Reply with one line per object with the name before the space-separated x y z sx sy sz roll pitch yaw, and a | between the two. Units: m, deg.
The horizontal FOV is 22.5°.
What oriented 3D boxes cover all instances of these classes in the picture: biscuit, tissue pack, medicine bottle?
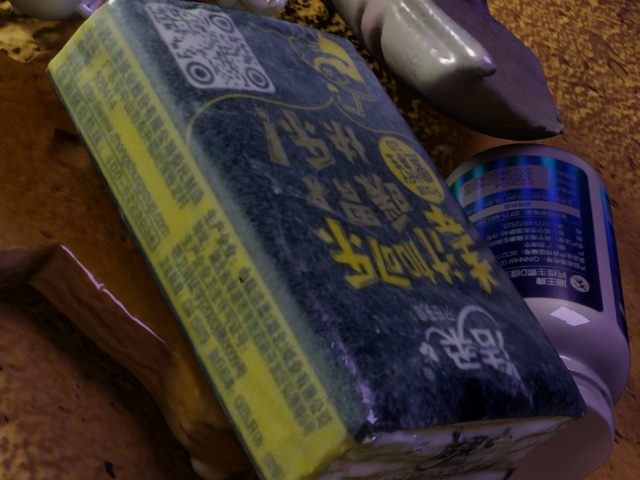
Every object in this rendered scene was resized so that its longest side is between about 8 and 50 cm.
biscuit | -0.128 -0.022 0.771 0.301 0.049 0.197 40 27 -12
tissue pack | 0.000 0.000 0.778 0.185 0.081 0.257 3 50 -50
medicine bottle | 0.119 0.041 0.914 0.107 0.107 0.191 30 39 -23

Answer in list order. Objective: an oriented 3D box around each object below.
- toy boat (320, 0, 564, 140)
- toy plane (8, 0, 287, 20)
toy boat | 0.060 -0.149 1.007 0.276 0.111 0.293 23 32 -57
toy plane | -0.121 -0.201 0.895 0.245 0.117 0.244 26 40 -24
